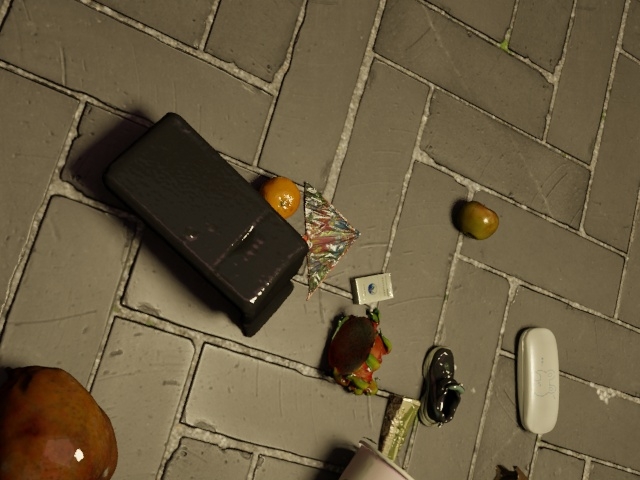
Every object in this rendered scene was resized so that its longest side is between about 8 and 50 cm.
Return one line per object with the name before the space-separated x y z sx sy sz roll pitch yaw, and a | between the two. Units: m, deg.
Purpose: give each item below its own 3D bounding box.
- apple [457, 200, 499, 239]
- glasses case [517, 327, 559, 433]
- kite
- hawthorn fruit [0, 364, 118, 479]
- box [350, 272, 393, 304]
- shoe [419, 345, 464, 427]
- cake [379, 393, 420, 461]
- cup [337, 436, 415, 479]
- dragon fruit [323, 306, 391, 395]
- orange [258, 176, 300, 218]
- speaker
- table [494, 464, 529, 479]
apple | 0.337 -0.043 1.675 0.089 0.089 0.074 33 85 -22
glasses case | 0.485 0.311 1.740 0.092 0.059 0.233 4 85 -29
kite | 0.000 0.000 1.540 0.189 0.009 0.232 -4 88 -28
hawthorn fruit | -0.434 0.296 1.200 0.208 0.208 0.248 -26 73 -27
box | 0.104 0.097 1.579 0.083 0.024 0.054 -9 92 -29
shoe | 0.258 0.301 1.601 0.071 0.099 0.169 15 78 -23
cake | 0.151 0.376 1.581 0.051 0.055 0.140 20 95 -26
cup | 0.087 0.546 1.427 0.253 0.253 0.274 46 76 -17
dragon fruit | 0.071 0.223 1.510 0.142 0.138 0.175 -16 130 8
orange | -0.077 -0.078 1.467 0.083 0.083 0.084 2 85 -27
speaker | -0.196 -0.014 1.381 0.388 0.184 0.180 45 66 -6
table | 0.405 0.534 1.670 0.070 0.083 0.082 -44 99 -26
